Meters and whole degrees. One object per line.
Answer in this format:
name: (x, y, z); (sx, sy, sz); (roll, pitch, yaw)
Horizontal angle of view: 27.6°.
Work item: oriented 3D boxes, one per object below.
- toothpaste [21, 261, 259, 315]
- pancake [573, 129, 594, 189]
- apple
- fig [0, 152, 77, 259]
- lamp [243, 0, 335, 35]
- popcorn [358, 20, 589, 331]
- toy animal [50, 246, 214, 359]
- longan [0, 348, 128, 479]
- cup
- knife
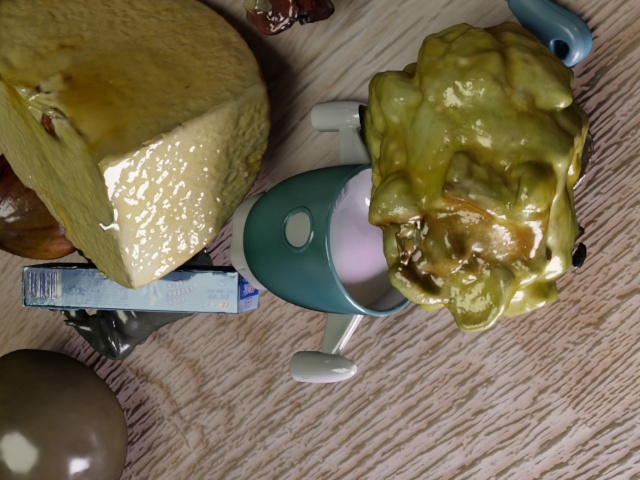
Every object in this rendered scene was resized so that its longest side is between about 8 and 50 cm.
toothpaste: (-0.208, 0.054, 1.488); (0.272, 0.066, 0.053); (0, 92, 18)
pancake: (0.215, -0.093, 1.281); (0.115, 0.011, 0.114); (13, 115, 30)
apple: (-0.235, -0.136, 1.420); (0.309, 0.252, 0.314); (42, 107, 37)
fig: (-0.361, -0.043, 1.598); (0.148, 0.202, 0.149); (64, 165, 13)
lamp: (-0.093, -0.323, 1.299); (0.223, 0.151, 0.215); (20, 105, 39)
popcorn: (0.143, -0.056, 1.209); (0.215, 0.252, 0.286); (-5, 113, -4)
toy animal: (-0.233, 0.057, 1.578); (0.245, 0.114, 0.146); (-30, 90, 38)
longan: (-0.364, 0.261, 1.690); (0.248, 0.248, 0.248); (13, 115, 30)
cup: (0.000, 0.000, 1.376); (0.173, 0.168, 0.299); (-1, 81, 43)
knife: (0.170, -0.264, 1.232); (0.244, 0.032, 0.058); (52, 152, 10)
